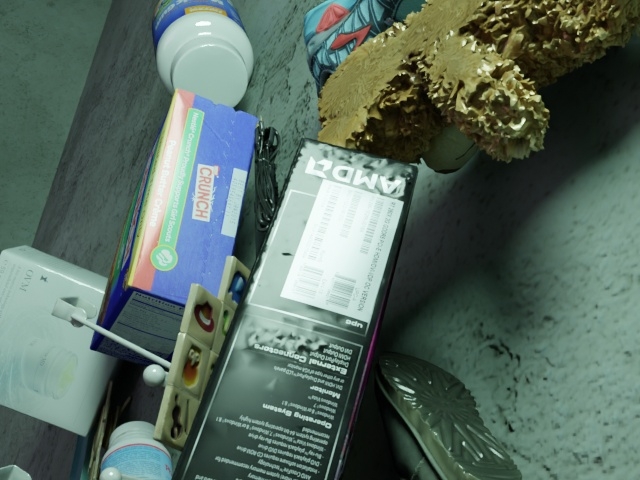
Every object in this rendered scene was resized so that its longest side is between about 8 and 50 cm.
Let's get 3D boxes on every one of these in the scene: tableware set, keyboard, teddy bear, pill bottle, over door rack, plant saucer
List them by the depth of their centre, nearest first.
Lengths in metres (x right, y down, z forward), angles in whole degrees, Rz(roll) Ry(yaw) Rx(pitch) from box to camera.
[{"bbox_3d":[0.148,-0.152,0.623,0.338,0.113,0.245,-45,29,17],"label":"teddy bear"},{"bbox_3d":[-0.219,0.223,0.913,0.324,0.108,0.239,23,91,30],"label":"over door rack"},{"bbox_3d":[-0.057,-0.002,0.954,0.317,0.033,0.201,-96,7,-45],"label":"keyboard"},{"bbox_3d":[-0.219,0.294,1.051,0.087,0.087,0.160,-58,26,22],"label":"pill bottle"},{"bbox_3d":[-0.312,0.318,1.286,0.194,0.039,0.128,-97,25,-54],"label":"tableware set"},{"bbox_3d":[-0.187,-0.302,1.400,0.152,0.152,0.272,-59,26,21],"label":"pill bottle"},{"bbox_3d":[-0.389,0.344,1.452,0.067,0.018,0.192,-47,31,40],"label":"plant saucer"}]

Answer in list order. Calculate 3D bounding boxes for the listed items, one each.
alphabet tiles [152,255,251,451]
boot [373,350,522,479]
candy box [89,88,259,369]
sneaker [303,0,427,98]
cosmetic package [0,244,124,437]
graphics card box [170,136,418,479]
[{"bbox_3d":[-0.062,0.134,0.728,0.009,0.237,0.198,1,65,24],"label":"alphabet tiles"},{"bbox_3d":[0.046,0.203,0.610,0.189,0.076,0.208,-112,39,-66],"label":"boot"},{"bbox_3d":[-0.197,0.002,1.159,0.317,0.122,0.268,138,146,-60],"label":"candy box"},{"bbox_3d":[0.068,-0.199,0.883,0.262,0.104,0.125,165,106,-66],"label":"sneaker"},{"bbox_3d":[-0.417,0.154,1.383,0.138,0.225,0.224,-140,72,-84],"label":"cosmetic package"},{"bbox_3d":[-0.029,0.143,0.587,0.232,0.094,0.370,97,-172,-54],"label":"graphics card box"}]
